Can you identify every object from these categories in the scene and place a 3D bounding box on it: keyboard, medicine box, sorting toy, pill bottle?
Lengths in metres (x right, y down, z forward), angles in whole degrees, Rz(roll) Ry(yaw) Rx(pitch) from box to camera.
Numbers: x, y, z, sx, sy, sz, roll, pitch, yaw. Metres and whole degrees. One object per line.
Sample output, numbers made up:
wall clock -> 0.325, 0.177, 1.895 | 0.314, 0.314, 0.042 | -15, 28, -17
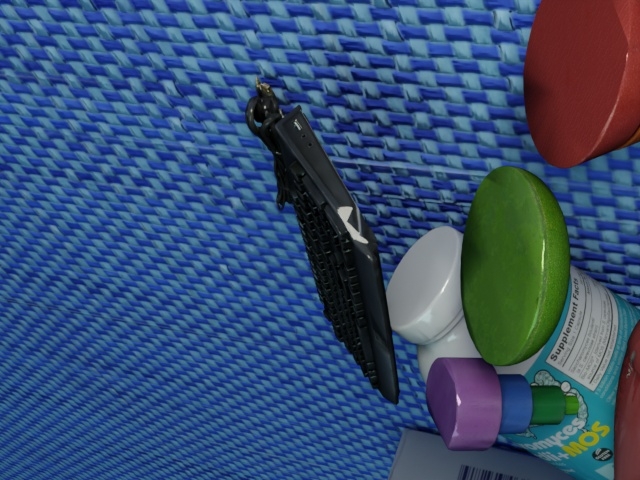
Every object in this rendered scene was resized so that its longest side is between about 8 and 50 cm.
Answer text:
keyboard -> 0.000, 0.000, 0.897 | 0.033, 0.201, 0.317 | -26, 153, -7
medicine box -> 0.226, 0.368, 1.389 | 0.263, 0.149, 0.289 | 9, 150, 22
sorting toy -> 0.172, -0.001, 0.745 | 0.126, 0.127, 0.365 | 2, 128, -15
pill bottle -> 0.179, 0.092, 0.936 | 0.264, 0.146, 0.146 | 32, 150, -19

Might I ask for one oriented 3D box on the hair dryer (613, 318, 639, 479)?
hair dryer -> 0.313, 0.101, 0.814 | 0.223, 0.080, 0.293 | 37, 120, -24
